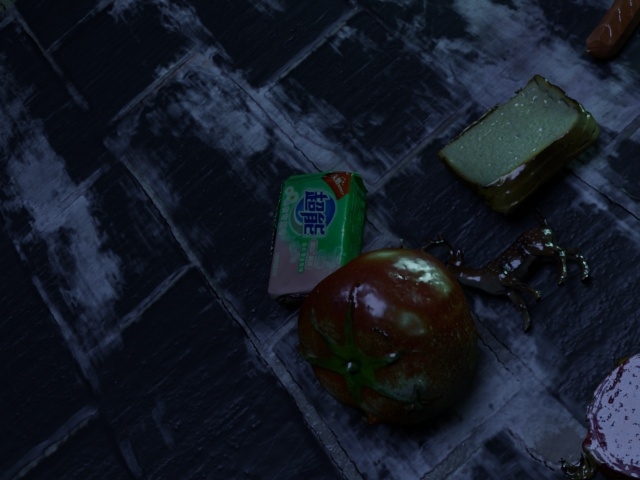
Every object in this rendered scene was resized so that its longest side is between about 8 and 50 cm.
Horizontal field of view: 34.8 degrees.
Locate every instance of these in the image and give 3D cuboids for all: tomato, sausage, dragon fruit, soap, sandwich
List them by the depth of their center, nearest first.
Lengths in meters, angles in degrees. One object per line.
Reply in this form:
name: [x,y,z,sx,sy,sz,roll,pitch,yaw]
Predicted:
dragon fruit: [0.488,0.275,1.498,0.282,0.147,0.211,-36,57,9]
tomato: [0.119,0.149,1.701,0.303,0.303,0.239,15,40,37]
sandwich: [0.370,-0.177,1.891,0.251,0.087,0.226,-40,32,0]
sausage: [0.567,-0.413,1.957,0.065,0.065,0.169,26,76,40]
soap: [0.001,0.001,1.995,0.218,0.098,0.273,-5,59,21]

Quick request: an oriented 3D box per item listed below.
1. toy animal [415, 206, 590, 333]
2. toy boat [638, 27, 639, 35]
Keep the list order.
toy animal: [0.317,0.048,1.798,0.243,0.087,0.260,-31,43,-10]
toy boat: [0.655,-0.321,1.820,0.115,0.114,0.262,-55,41,32]
